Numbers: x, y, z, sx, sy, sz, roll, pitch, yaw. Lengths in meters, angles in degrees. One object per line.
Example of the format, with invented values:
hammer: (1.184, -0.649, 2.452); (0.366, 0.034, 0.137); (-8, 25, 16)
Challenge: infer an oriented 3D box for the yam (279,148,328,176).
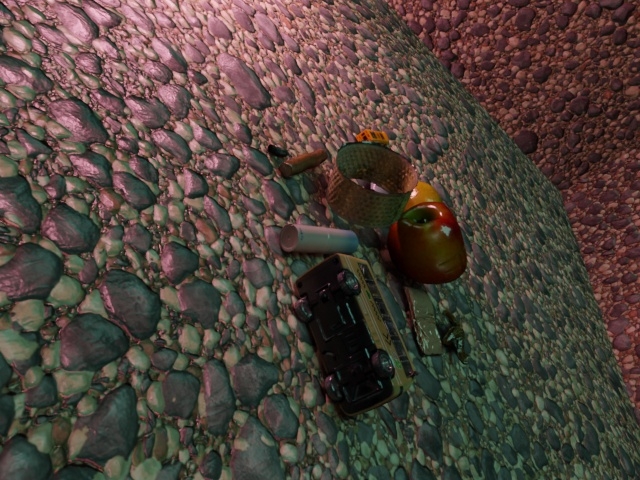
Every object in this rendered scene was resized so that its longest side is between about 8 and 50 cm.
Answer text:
yam: (-0.049, -0.244, 1.643); (0.056, 0.057, 0.241); (55, 36, 1)

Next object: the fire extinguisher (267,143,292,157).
fire extinguisher: (-0.123, -0.270, 1.597); (0.083, 0.025, 0.038); (11, 30, -46)

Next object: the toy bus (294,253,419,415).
toy bus: (0.091, 0.225, 1.298); (0.202, 0.177, 0.365); (10, 52, -53)

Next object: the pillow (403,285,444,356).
pillow: (0.328, 0.254, 1.678); (0.126, 0.043, 0.232); (15, 54, -42)

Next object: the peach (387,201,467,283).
peach: (0.347, 0.025, 1.722); (0.248, 0.245, 0.274); (-76, 147, -55)

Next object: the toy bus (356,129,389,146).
toy bus: (0.211, -0.387, 2.055); (0.162, 0.074, 0.069); (-7, 66, -51)

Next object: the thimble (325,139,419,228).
thimble: (0.157, -0.176, 1.652); (0.271, 0.150, 0.270); (11, 41, -10)

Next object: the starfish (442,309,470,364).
starfish: (0.450, 0.304, 1.742); (0.213, 0.057, 0.238); (68, 26, -12)

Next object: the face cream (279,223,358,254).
face cream: (0.000, 0.000, 1.465); (0.250, 0.077, 0.077); (5, 57, -47)

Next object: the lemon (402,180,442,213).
lemon: (0.366, -0.121, 1.935); (0.170, 0.170, 0.207); (27, 38, -34)

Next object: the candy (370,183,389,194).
candy: (0.228, -0.151, 1.875); (0.138, 0.071, 0.174); (34, 40, -28)
